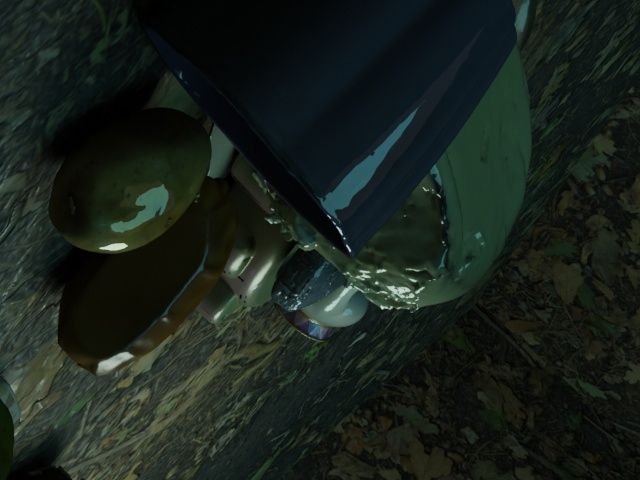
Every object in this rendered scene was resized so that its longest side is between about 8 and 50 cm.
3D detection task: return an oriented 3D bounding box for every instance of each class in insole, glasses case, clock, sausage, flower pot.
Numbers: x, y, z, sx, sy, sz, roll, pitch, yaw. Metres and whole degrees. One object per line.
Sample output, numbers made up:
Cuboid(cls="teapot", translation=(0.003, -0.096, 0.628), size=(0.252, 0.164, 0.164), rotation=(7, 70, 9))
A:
Cuboid(cls="insole", translation=(-0.099, -0.109, 1.755), size=(0.065, 0.004, 0.197), rotation=(-42, 167, -24))
Cuboid(cls="glasses case", translation=(-0.351, 0.184, 1.728), size=(0.063, 0.041, 0.164), rotation=(-43, 167, -19))
Cuboid(cls="clock", translation=(-0.030, -0.049, 1.945), size=(0.284, 0.114, 0.309), rotation=(-38, 168, -49))
Cuboid(cls="sausage", translation=(-0.175, 0.032, 1.671), size=(0.241, 0.120, 0.136), rotation=(-49, -177, 8))
Cuboid(cls="flower pot", translation=(0.021, -0.162, 1.373), size=(0.243, 0.265, 0.265), rotation=(-45, 168, -3))
Cuboid(cls="glasses case", translation=(0.038, 0.001, 1.909), size=(0.282, 0.067, 0.109), rotation=(-32, 162, -50))

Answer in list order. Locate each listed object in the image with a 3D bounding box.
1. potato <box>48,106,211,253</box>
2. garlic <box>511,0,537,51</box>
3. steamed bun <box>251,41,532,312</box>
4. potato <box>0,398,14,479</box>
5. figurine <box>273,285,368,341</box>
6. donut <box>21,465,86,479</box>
Cuboid(cls="potato", translation=(-0.164, -0.056, 1.454), size=(0.178, 0.109, 0.118), rotation=(-41, 146, -51))
Cuboid(cls="garlic", translation=(0.236, -0.318, 2.067), size=(0.128, 0.148, 0.266), rotation=(1, 149, -23))
Cuboid(cls="steamed bun", translation=(0.070, -0.117, 1.675), size=(0.312, 0.233, 0.334), rotation=(-47, 133, -52))
Cuboid(cls="potato", translation=(-0.381, 0.214, 1.481), size=(0.197, 0.148, 0.228), rotation=(-35, 174, 15))
Cuboid(cls="figurine", translation=(0.048, 0.017, 2.374), size=(0.263, 0.142, 0.189), rotation=(-52, -161, 15))
Cuboid(cls="donut", translation=(-0.403, 0.401, 2.109), size=(0.270, 0.103, 0.269), rotation=(-42, 167, -12))
